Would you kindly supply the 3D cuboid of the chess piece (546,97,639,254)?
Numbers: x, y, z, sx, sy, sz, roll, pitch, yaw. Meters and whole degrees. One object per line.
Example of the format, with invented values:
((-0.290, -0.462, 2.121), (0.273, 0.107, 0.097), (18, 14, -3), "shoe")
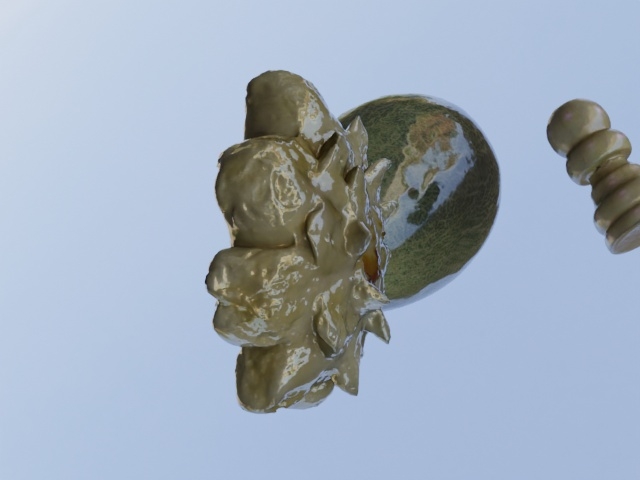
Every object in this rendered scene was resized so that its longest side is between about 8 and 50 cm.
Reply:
((0.308, -0.078, 1.565), (0.094, 0.094, 0.170), (-42, -116, 28), "chess piece")

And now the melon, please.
((0.080, -0.044, 1.785), (0.329, 0.248, 0.248), (-35, -172, -39), "melon")

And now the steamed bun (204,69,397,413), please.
((0.000, 0.000, 1.254), (0.295, 0.137, 0.292), (-4, 92, -77), "steamed bun")
